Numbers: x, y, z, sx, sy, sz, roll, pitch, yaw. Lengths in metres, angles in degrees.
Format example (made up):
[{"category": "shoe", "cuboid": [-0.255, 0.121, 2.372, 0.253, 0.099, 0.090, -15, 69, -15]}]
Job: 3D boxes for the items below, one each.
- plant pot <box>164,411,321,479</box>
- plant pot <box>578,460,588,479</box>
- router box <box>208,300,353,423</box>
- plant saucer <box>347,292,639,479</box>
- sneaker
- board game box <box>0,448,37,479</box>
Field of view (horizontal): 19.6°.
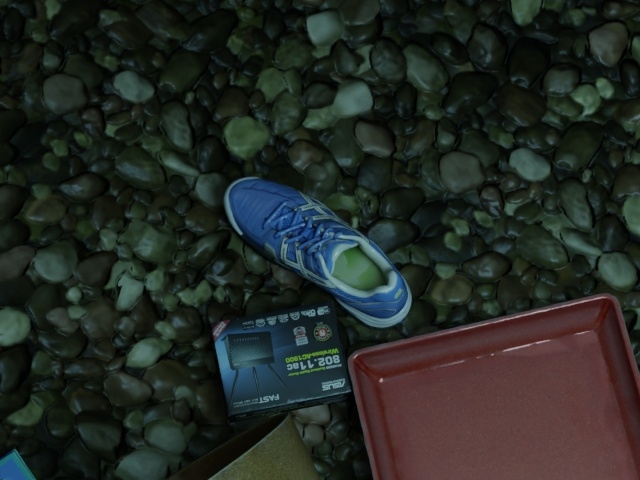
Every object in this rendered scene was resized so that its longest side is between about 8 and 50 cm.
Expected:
[{"category": "plant pot", "cuboid": [-0.060, 0.318, 1.600, 0.237, 0.237, 0.254, -33, 92, -11]}, {"category": "plant pot", "cuboid": [0.345, 0.271, 1.711, 0.236, 0.032, 0.236, 0, 72, -1]}, {"category": "router box", "cuboid": [-0.038, 0.114, 1.743, 0.122, 0.038, 0.092, -11, 74, -6]}, {"category": "plant saucer", "cuboid": [0.176, 0.199, 1.697, 0.259, 0.047, 0.258, -13, 69, 1]}, {"category": "sneaker", "cuboid": [0.000, 0.000, 1.759, 0.211, 0.081, 0.080, 32, 76, 9]}, {"category": "board game box", "cuboid": [-0.314, 0.313, 1.664, 0.210, 0.047, 0.160, -34, 76, -11]}]
